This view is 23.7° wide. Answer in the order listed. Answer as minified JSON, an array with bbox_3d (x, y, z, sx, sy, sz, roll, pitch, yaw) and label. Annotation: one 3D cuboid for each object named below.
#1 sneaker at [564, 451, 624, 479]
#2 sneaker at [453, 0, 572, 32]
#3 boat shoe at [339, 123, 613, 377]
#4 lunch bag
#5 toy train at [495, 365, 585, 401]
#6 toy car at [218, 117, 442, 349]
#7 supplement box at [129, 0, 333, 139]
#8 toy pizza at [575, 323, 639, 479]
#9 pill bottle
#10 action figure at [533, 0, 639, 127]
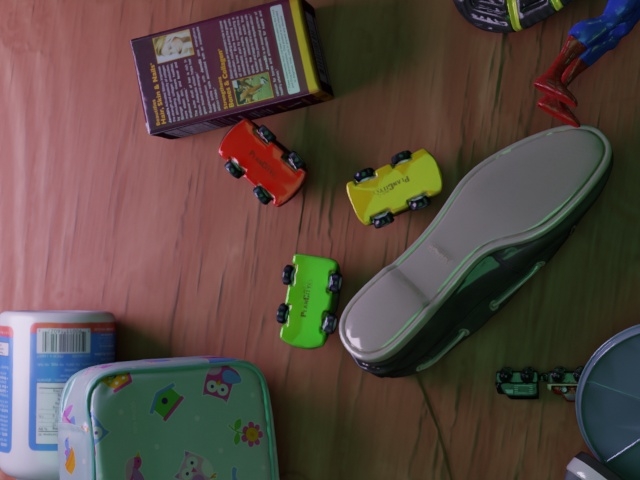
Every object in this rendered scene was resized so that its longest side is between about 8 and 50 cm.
[{"bbox_3d":[0.301,0.364,1.479,0.178,0.124,0.295,-42,82,-2],"label":"sneaker"},{"bbox_3d":[0.274,-0.361,1.499,0.145,0.147,0.384,43,115,7],"label":"sneaker"},{"bbox_3d":[0.162,0.013,1.540,0.335,0.095,0.112,-41,56,4],"label":"boat shoe"},{"bbox_3d":[-0.145,0.258,1.540,0.224,0.108,0.279,-4,90,-29],"label":"lunch bag"},{"bbox_3d":[0.255,0.146,1.538,0.158,0.027,0.036,-2,92,12],"label":"toy train"},{"bbox_3d":[0.000,0.000,1.584,0.239,0.053,0.225,10,91,13],"label":"toy car"},{"bbox_3d":[-0.092,-0.178,1.593,0.188,0.081,0.104,-13,86,11],"label":"supplement box"},{"bbox_3d":[0.351,0.162,1.489,0.201,0.032,0.201,7,116,14],"label":"toy pizza"},{"bbox_3d":[-0.278,0.184,1.602,0.124,0.124,0.221,1,89,12],"label":"pill bottle"},{"bbox_3d":[0.339,-0.225,1.481,0.139,0.091,0.280,30,82,16],"label":"action figure"}]
